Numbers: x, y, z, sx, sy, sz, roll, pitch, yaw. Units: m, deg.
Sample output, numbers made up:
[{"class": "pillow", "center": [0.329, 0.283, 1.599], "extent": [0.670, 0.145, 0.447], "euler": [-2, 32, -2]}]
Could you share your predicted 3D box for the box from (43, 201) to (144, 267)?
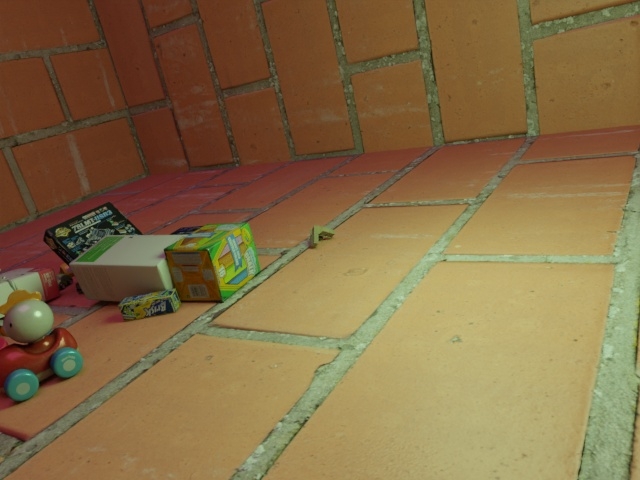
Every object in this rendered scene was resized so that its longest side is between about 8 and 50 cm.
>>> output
[{"class": "box", "center": [-0.809, 0.019, 2.009], "extent": [0.295, 0.293, 0.073], "euler": [-40, -11, -52]}]

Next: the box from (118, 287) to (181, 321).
[{"class": "box", "center": [-0.512, 0.193, 1.615], "extent": [0.168, 0.059, 0.054], "euler": [-11, 21, 7]}]

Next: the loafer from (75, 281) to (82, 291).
[{"class": "loafer", "center": [-0.822, 0.104, 2.038], "extent": [0.096, 0.084, 0.267], "euler": [-3, 21, 30]}]

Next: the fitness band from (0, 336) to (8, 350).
[{"class": "fitness band", "center": [-1.019, 0.362, 1.492], "extent": [0.208, 0.054, 0.290], "euler": [9, 29, 42]}]

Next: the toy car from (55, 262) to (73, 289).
[{"class": "toy car", "center": [-0.982, 0.132, 2.114], "extent": [0.238, 0.053, 0.225], "euler": [-7, 19, 18]}]

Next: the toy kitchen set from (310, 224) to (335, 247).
[{"class": "toy kitchen set", "center": [0.000, 0.000, 1.888], "extent": [0.083, 0.075, 0.068], "euler": [14, -34, -23]}]

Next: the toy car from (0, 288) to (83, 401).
[{"class": "toy car", "center": [-0.752, 0.240, 1.363], "extent": [0.210, 0.238, 0.219], "euler": [-26, 22, -34]}]

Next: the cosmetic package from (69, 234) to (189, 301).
[{"class": "cosmetic package", "center": [-0.598, 0.091, 1.763], "extent": [0.365, 0.155, 0.197], "euler": [-2, 30, 23]}]

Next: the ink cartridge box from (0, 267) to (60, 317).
[{"class": "ink cartridge box", "center": [-1.107, 0.187, 1.881], "extent": [0.207, 0.117, 0.283], "euler": [-2, 12, 27]}]

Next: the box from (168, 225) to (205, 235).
[{"class": "box", "center": [-0.519, 0.036, 2.015], "extent": [0.184, 0.103, 0.261], "euler": [-6, 20, 27]}]

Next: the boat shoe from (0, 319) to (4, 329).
[{"class": "boat shoe", "center": [-1.036, 0.276, 1.716], "extent": [0.125, 0.038, 0.046], "euler": [15, 4, -35]}]

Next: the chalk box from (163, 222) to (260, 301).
[{"class": "chalk box", "center": [-0.318, 0.051, 1.709], "extent": [0.180, 0.179, 0.289], "euler": [-2, 22, 27]}]

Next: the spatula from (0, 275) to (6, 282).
[{"class": "spatula", "center": [-1.110, 0.159, 1.708], "extent": [0.242, 0.019, 0.168], "euler": [-42, 47, -6]}]
